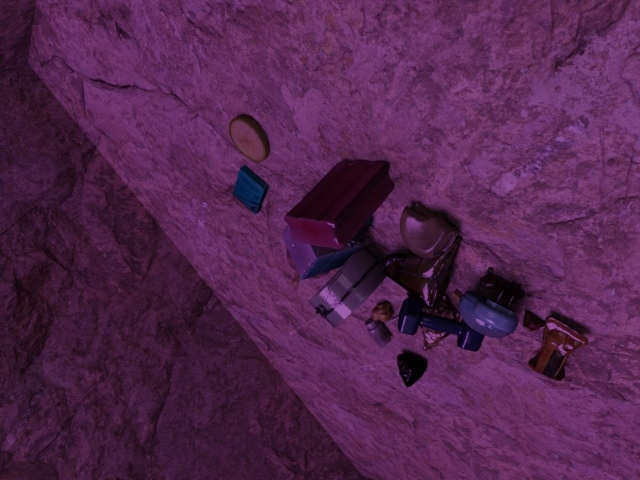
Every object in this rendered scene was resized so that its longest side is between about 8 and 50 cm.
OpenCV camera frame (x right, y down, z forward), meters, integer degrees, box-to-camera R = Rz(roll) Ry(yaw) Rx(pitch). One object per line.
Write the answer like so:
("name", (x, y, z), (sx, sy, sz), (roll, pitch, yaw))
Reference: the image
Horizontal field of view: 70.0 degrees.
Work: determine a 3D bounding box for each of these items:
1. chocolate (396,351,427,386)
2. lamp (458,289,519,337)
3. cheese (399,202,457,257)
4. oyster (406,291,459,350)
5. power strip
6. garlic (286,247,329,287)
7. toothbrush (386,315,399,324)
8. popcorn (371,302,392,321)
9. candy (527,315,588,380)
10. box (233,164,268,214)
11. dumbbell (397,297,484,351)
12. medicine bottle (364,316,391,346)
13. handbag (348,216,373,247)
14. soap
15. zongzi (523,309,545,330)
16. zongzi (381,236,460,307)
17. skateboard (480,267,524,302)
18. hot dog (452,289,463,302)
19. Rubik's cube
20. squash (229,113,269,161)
("chocolate", (0.432, 0.617, 2.256), (0.133, 0.156, 0.156), (45, 152, 37))
("lamp", (0.591, 0.258, 1.599), (0.209, 0.147, 0.284), (25, 168, 7))
("cheese", (0.363, -0.037, 1.610), (0.202, 0.091, 0.175), (48, 127, 18))
("oyster", (0.467, 0.317, 1.904), (0.204, 0.111, 0.396), (0, 122, 43))
("power strip", (0.113, 0.207, 1.933), (0.161, 0.357, 0.357), (45, 147, 4))
("garlic", (-0.073, 0.110, 2.137), (0.244, 0.253, 0.245), (24, 146, 17))
("toothbrush", (0.365, 0.341, 2.111), (0.026, 0.022, 0.263), (53, 147, 10))
("popcorn", (0.285, 0.337, 2.130), (0.096, 0.109, 0.089), (-9, 90, 12))
("candy", (0.826, 0.383, 1.596), (0.143, 0.101, 0.272), (26, 137, 31))
("box", (-0.345, -0.243, 2.232), (0.161, 0.042, 0.226), (42, 146, 7))
("dumbbell", (0.466, 0.324, 1.778), (0.324, 0.144, 0.160), (14, 112, 8))
("medicine bottle", (0.282, 0.450, 2.263), (0.140, 0.079, 0.079), (53, 146, -12))
("handbag", (0.083, -0.094, 1.809), (0.229, 0.179, 0.062), (40, 146, 4))
("soap", (0.071, -0.140, 1.613), (0.232, 0.359, 0.128), (10, 136, 41))
("zongzi", (0.764, 0.292, 1.617), (0.073, 0.067, 0.083), (-18, 131, 41))
("zongzi", (0.384, 0.064, 1.734), (0.286, 0.138, 0.300), (38, 125, 38))
("skateboard", (0.636, 0.168, 1.606), (0.151, 0.067, 0.080), (29, 152, 17))
("hot dog", (0.550, 0.233, 1.788), (0.090, 0.030, 0.034), (43, 148, 5))
("Rubik's cube", (0.000, 0.000, 1.900), (0.222, 0.231, 0.225), (64, 150, 17))
("squash", (-0.313, -0.438, 1.991), (0.219, 0.041, 0.219), (29, 143, 24))
